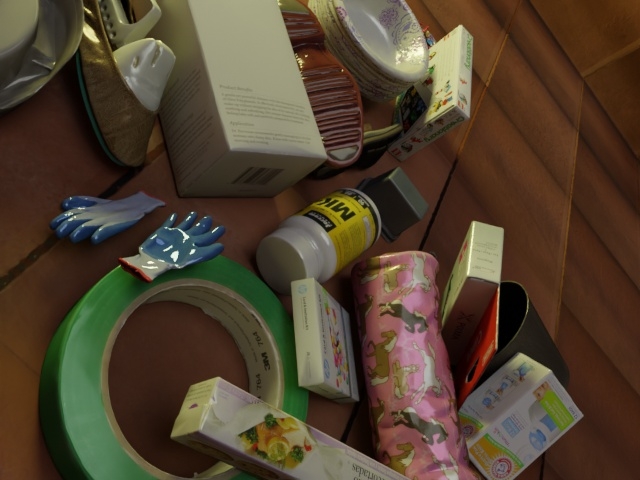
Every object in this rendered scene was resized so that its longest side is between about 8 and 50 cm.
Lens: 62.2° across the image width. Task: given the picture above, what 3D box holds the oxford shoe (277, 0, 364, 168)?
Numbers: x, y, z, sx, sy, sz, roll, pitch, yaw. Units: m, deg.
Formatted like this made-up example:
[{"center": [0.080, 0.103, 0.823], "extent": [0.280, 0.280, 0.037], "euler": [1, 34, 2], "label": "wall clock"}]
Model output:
[{"center": [-0.019, -0.265, 0.957], "extent": [0.122, 0.130, 0.349], "euler": [-10, 69, -22], "label": "oxford shoe"}]

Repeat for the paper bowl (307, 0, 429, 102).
[{"center": [0.090, -0.432, 1.148], "extent": [0.284, 0.148, 0.285], "euler": [21, 56, -35], "label": "paper bowl"}]

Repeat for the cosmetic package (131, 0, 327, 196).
[{"center": [-0.147, -0.264, 0.832], "extent": [0.196, 0.155, 0.366], "euler": [-3, 70, -44], "label": "cosmetic package"}]

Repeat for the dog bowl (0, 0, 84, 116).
[{"center": [-0.457, -0.282, 0.589], "extent": [0.348, 0.102, 0.349], "euler": [21, 56, -35], "label": "dog bowl"}]

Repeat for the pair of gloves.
[{"center": [-0.223, -0.017, 0.656], "extent": [0.198, 0.023, 0.159], "euler": [26, 30, 16], "label": "pair of gloves"}]

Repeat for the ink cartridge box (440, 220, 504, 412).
[{"center": [0.245, 0.145, 0.921], "extent": [0.060, 0.275, 0.239], "euler": [14, 50, 8], "label": "ink cartridge box"}]

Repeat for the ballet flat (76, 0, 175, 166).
[{"center": [-0.271, -0.275, 0.733], "extent": [0.116, 0.124, 0.343], "euler": [32, 38, -71], "label": "ballet flat"}]

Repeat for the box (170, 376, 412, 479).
[{"center": [-0.020, 0.262, 0.629], "extent": [0.324, 0.067, 0.063], "euler": [38, 49, -26], "label": "box"}]

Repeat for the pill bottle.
[{"center": [0.000, 0.000, 0.857], "extent": [0.208, 0.119, 0.119], "euler": [-34, 93, -47], "label": "pill bottle"}]

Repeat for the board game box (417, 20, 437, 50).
[{"center": [0.305, -0.563, 1.504], "extent": [0.168, 0.033, 0.133], "euler": [10, 62, -39], "label": "board game box"}]

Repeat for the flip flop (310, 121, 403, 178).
[{"center": [0.068, -0.192, 1.047], "extent": [0.277, 0.112, 0.080], "euler": [-25, 73, -42], "label": "flip flop"}]

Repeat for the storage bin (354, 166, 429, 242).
[{"center": [0.150, -0.080, 1.062], "extent": [0.135, 0.091, 0.098], "euler": [52, 44, -11], "label": "storage bin"}]

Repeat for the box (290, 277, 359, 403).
[{"center": [0.009, 0.153, 0.777], "extent": [0.186, 0.038, 0.145], "euler": [50, 30, -59], "label": "box"}]

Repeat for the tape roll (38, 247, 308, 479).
[{"center": [-0.161, 0.171, 0.648], "extent": [0.321, 0.077, 0.322], "euler": [22, 55, -34], "label": "tape roll"}]

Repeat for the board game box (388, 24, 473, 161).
[{"center": [0.256, -0.343, 1.225], "extent": [0.053, 0.193, 0.306], "euler": [34, 49, -25], "label": "board game box"}]

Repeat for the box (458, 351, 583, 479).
[{"center": [0.333, 0.317, 0.939], "extent": [0.203, 0.103, 0.114], "euler": [-39, 102, -4], "label": "box"}]

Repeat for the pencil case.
[{"center": [0.147, 0.211, 0.860], "extent": [0.167, 0.160, 0.387], "euler": [2, 66, -16], "label": "pencil case"}]

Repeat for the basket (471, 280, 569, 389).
[{"center": [0.400, 0.229, 1.090], "extent": [0.227, 0.154, 0.204], "euler": [43, 79, -26], "label": "basket"}]
